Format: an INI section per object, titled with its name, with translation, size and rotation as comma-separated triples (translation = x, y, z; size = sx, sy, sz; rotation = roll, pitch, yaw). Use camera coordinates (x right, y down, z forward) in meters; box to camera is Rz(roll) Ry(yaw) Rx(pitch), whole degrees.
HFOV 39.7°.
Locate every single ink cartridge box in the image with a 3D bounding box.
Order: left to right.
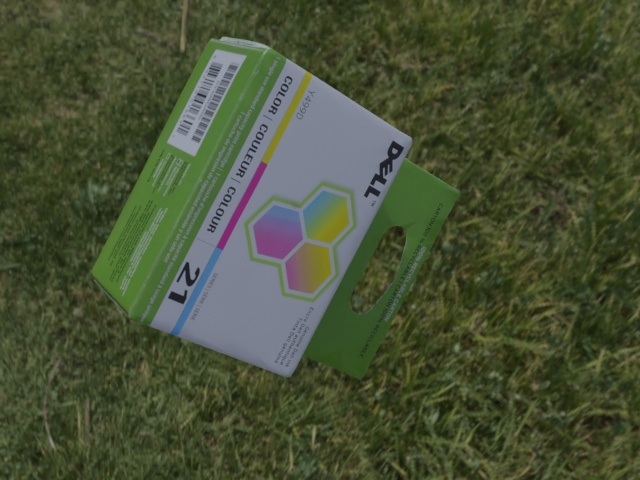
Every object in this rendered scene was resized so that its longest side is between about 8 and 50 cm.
[ink cartridge box]
translation = 0.000, 0.000, 0.635
size = 0.255, 0.097, 0.188
rotation = 26, 91, -33
